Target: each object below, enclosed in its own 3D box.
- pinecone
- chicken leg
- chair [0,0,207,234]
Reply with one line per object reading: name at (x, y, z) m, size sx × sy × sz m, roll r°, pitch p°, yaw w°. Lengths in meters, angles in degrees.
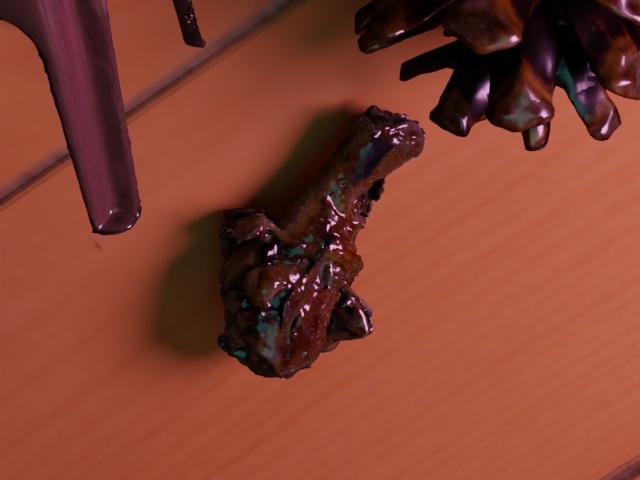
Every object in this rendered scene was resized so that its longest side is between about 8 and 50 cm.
pinecone at (0.121, -0.155, 0.927) m, size 0.229 × 0.202 × 0.201 m, roll 20°, pitch 106°, yaw -47°
chicken leg at (-0.007, 0.000, 1.070) m, size 0.125 × 0.080 × 0.196 m, roll 1°, pitch 113°, yaw -27°
chair at (-0.154, -0.194, 0.798) m, size 0.175 × 0.183 × 0.326 m, roll 10°, pitch 133°, yaw 17°
